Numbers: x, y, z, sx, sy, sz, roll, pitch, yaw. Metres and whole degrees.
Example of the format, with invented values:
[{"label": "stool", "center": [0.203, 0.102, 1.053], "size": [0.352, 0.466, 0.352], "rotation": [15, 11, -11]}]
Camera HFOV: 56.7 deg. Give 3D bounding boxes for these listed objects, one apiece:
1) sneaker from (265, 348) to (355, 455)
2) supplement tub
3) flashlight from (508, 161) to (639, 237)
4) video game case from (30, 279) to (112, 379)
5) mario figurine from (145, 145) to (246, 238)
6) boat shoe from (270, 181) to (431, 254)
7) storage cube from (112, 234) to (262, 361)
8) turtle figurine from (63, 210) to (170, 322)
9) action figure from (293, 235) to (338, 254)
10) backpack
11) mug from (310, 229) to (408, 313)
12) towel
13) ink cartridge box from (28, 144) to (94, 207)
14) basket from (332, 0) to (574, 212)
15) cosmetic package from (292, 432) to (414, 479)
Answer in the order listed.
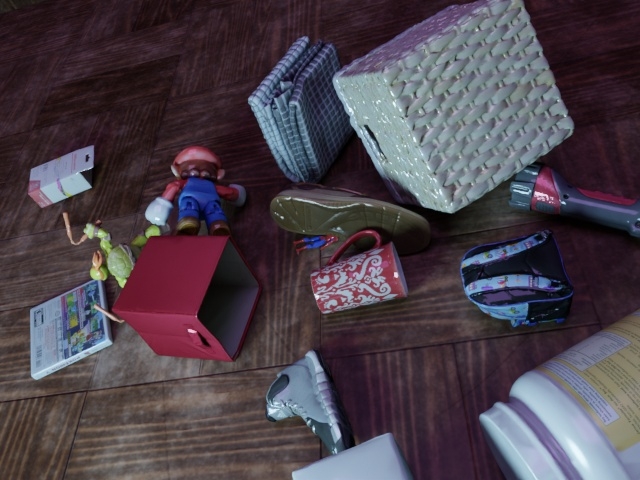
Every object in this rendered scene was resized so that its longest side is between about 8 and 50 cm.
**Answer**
[{"label": "sneaker", "center": [-0.027, 0.305, 1.029], "size": [0.132, 0.086, 0.228], "rotation": [-26, 37, 3]}, {"label": "supplement tub", "center": [0.414, 0.248, 0.805], "size": [0.332, 0.241, 0.241], "rotation": [-28, 48, -4]}, {"label": "flashlight", "center": [0.527, -0.079, 1.143], "size": [0.304, 0.103, 0.103], "rotation": [15, 17, 26]}, {"label": "video game case", "center": [-0.568, 0.193, 1.345], "size": [0.184, 0.023, 0.201], "rotation": [-25, 47, -2]}, {"label": "mario figurine", "center": [-0.280, -0.081, 1.380], "size": [0.170, 0.198, 0.320], "rotation": [-35, 38, 16]}, {"label": "boat shoe", "center": [0.071, -0.063, 1.266], "size": [0.342, 0.123, 0.123], "rotation": [9, 36, 14]}, {"label": "storage cube", "center": [-0.258, 0.114, 1.195], "size": [0.193, 0.183, 0.214], "rotation": [0, 52, 21]}, {"label": "turtle figurine", "center": [-0.429, 0.025, 1.314], "size": [0.217, 0.269, 0.087], "rotation": [-34, 13, -39]}, {"label": "action figure", "center": [0.000, 0.000, 1.305], "size": [0.115, 0.030, 0.038], "rotation": [-19, 53, -3]}, {"label": "backpack", "center": [0.343, 0.076, 1.058], "size": [0.174, 0.116, 0.158], "rotation": [-11, 49, 10]}, {"label": "mug", "center": [0.075, 0.069, 1.176], "size": [0.169, 0.113, 0.150], "rotation": [-18, 33, 10]}, {"label": "towel", "center": [-0.020, -0.299, 1.393], "size": [0.121, 0.283, 0.235], "rotation": [18, 60, 30]}, {"label": "ink cartridge box", "center": [-0.719, -0.184, 1.689], "size": [0.198, 0.067, 0.115], "rotation": [-22, 48, 3]}, {"label": "basket", "center": [0.257, -0.270, 1.190], "size": [0.331, 0.328, 0.266], "rotation": [-32, 17, -6]}, {"label": "cosmetic package", "center": [0.103, 0.473, 0.743], "size": [0.156, 0.217, 0.384], "rotation": [-21, 50, 2]}]
